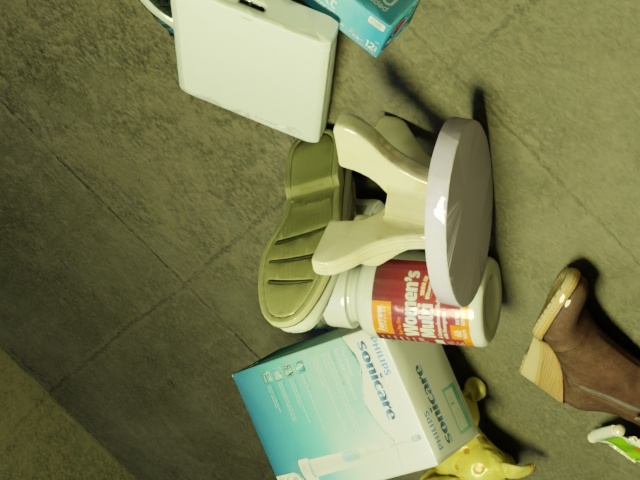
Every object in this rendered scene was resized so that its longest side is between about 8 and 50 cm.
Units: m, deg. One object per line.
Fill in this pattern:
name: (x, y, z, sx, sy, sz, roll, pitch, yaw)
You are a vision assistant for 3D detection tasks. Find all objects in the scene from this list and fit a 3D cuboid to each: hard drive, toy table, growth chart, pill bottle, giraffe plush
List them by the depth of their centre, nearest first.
toy table: (0.107, -0.042, 1.892, 0.160, 0.252, 0.274, 12, 131, 19)
hard drive: (-0.083, -0.226, 1.927, 0.203, 0.040, 0.307, 22, 162, 5)
pill bottle: (0.120, 0.073, 2.067, 0.221, 0.121, 0.121, 4, 137, 20)
growth chart: (0.469, 0.312, 2.088, 0.237, 0.021, 0.172, 32, 168, 11)
giraffe plush: (0.201, 0.298, 2.327, 0.171, 0.181, 0.210, 66, 162, 2)

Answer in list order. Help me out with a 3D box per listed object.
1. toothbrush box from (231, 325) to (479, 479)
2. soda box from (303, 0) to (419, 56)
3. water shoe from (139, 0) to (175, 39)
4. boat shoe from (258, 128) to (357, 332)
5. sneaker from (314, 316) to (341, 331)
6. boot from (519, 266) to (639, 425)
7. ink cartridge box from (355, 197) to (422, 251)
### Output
toothbrush box: (0.048, 0.236, 2.261, 0.295, 0.126, 0.216, -23, 92, 40)
soda box: (0.010, -0.310, 1.795, 0.210, 0.071, 0.067, 39, 152, 7)
water shoe: (-0.190, -0.295, 2.071, 0.203, 0.073, 0.080, 46, 153, -6)
boat shoe: (0.000, 0.000, 2.026, 0.113, 0.302, 0.103, -7, 142, 27)
sneaker: (0.029, 0.118, 2.355, 0.190, 0.083, 0.071, 44, 150, -4)
boot: (0.371, 0.143, 1.984, 0.206, 0.090, 0.248, 23, 147, 11)
ink cartridge box: (0.080, 0.018, 2.208, 0.181, 0.056, 0.224, 4, 152, 49)
